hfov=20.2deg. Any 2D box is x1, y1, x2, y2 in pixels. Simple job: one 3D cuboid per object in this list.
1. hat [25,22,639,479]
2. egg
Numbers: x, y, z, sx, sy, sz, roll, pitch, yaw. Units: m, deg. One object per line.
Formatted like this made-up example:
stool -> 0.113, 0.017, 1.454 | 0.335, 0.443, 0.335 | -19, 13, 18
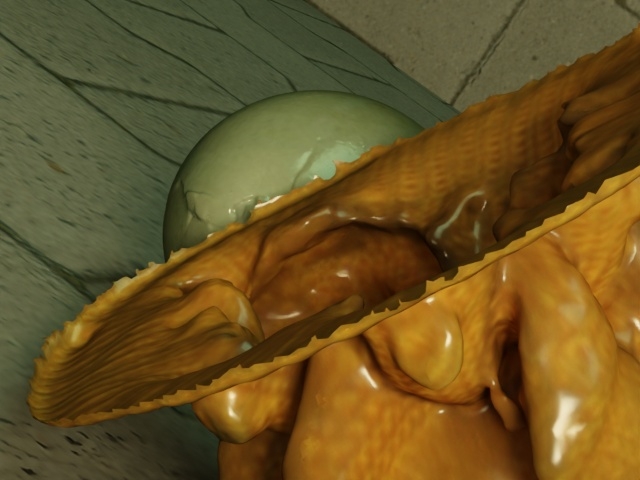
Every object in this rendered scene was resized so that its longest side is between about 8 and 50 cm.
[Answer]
hat -> 0.065, 0.088, 0.481 | 0.233, 0.244, 0.233 | -38, 102, -50
egg -> 0.000, 0.000, 0.679 | 0.114, 0.114, 0.152 | 39, 12, 25
